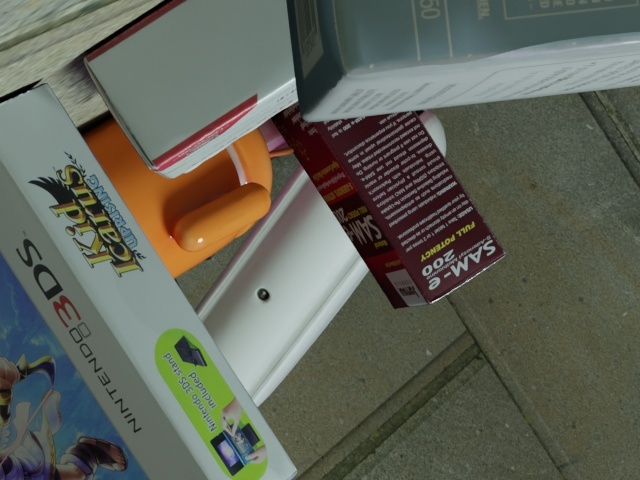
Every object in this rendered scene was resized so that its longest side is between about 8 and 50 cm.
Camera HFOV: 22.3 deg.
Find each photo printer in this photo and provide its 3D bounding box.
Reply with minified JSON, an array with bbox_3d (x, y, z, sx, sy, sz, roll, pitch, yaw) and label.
[{"bbox_3d":[0.000,0.000,1.516,0.307,0.107,0.256,-53,178,21],"label":"photo printer"}]

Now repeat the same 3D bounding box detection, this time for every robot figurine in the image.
[{"bbox_3d":[-0.126,-0.035,1.188,0.219,0.128,0.158,-33,179,-37],"label":"robot figurine"}]

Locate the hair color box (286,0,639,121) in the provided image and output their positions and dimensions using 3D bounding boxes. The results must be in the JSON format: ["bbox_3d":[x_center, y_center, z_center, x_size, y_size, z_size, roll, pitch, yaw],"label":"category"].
[{"bbox_3d":[0.177,-0.131,0.677,0.374,0.113,0.185,-6,180,-6],"label":"hair color box"}]

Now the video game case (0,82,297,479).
[{"bbox_3d":[-0.176,0.081,0.907,0.269,0.244,0.061,-32,-179,41],"label":"video game case"}]

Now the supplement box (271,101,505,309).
[{"bbox_3d":[0.031,-0.067,1.205,0.073,0.239,0.130,-34,-178,-10],"label":"supplement box"}]

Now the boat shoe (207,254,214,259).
[{"bbox_3d":[-0.134,-0.030,1.315,0.049,0.142,0.040,-21,-133,47],"label":"boat shoe"}]

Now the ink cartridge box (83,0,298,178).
[{"bbox_3d":[-0.057,-0.099,0.927,0.127,0.072,0.175,-33,-178,-2],"label":"ink cartridge box"}]

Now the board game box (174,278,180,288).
[{"bbox_3d":[-0.192,0.007,1.563,0.060,0.194,0.194,-29,-163,7],"label":"board game box"}]

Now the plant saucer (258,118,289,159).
[{"bbox_3d":[-0.023,-0.137,1.447,0.332,0.084,0.332,-33,-177,2],"label":"plant saucer"}]
